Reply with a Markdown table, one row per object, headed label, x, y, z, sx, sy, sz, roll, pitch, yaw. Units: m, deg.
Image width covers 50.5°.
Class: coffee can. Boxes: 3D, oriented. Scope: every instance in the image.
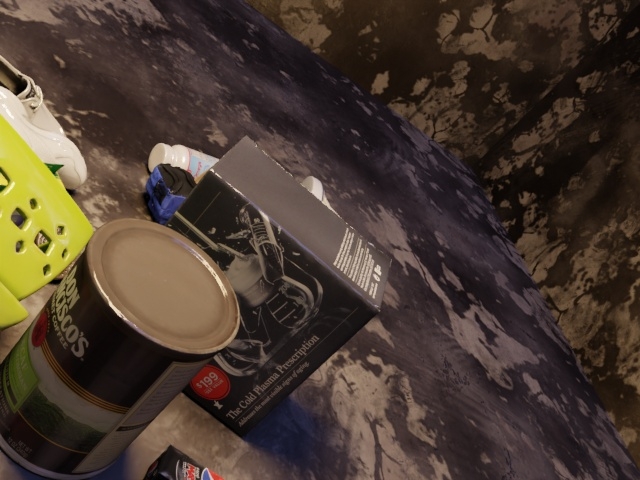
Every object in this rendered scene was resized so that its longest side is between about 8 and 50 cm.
| label | x | y | z | sx | sy | sz | roll | pitch | yaw |
| --- | --- | --- | --- | --- | --- | --- | --- | --- | --- |
| coffee can | -0.260 | 0.138 | 0.843 | 0.201 | 0.275 | 0.202 | 34 | 26 | -19 |

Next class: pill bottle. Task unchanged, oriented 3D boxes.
| label | x | y | z | sx | sy | sz | roll | pitch | yaw |
| --- | --- | --- | --- | --- | --- | --- | --- | --- | --- |
| pill bottle | -0.290 | -0.157 | 1.483 | 0.160 | 0.087 | 0.087 | 16 | 36 | -44 |

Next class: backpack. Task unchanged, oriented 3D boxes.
| label | x | y | z | sx | sy | sz | roll | pitch | yaw |
| --- | --- | --- | --- | --- | --- | --- | --- | --- | --- |
| backpack | -0.299 | -0.091 | 1.351 | 0.098 | 0.101 | 0.120 | 17 | 32 | -47 |

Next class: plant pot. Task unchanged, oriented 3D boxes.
| label | x | y | z | sx | sy | sz | roll | pitch | yaw |
| --- | --- | --- | --- | --- | --- | --- | --- | --- | --- |
| plant pot | -0.444 | 0.003 | 0.787 | 0.228 | 0.227 | 0.207 | 59 | 22 | -32 |

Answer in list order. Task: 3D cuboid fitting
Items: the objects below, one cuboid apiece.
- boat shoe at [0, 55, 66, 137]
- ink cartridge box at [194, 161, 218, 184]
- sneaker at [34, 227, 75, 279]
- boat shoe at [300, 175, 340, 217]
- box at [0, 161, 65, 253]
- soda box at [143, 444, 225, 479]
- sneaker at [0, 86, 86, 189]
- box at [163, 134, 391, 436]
| label | x | y | z | sx | sy | sz | roll | pitch | yaw |
| --- | --- | --- | --- | --- | --- | --- | --- | --- | --- |
| boat shoe | -0.531 | -0.250 | 1.179 | 0.267 | 0.088 | 0.096 | 51 | 30 | -44 |
| ink cartridge box | -0.155 | -0.023 | 1.411 | 0.193 | 0.088 | 0.235 | 32 | 29 | -51 |
| sneaker | -0.442 | -0.022 | 1.082 | 0.066 | 0.071 | 0.189 | -4 | 74 | -47 |
| boat shoe | 0.006 | -0.004 | 1.631 | 0.156 | 0.136 | 0.367 | 31 | 31 | -25 |
| box | -0.445 | -0.047 | 0.969 | 0.105 | 0.179 | 0.043 | 2 | 47 | -55 |
| soda box | -0.157 | 0.352 | 0.917 | 0.169 | 0.060 | 0.053 | 38 | 25 | -12 |
| sneaker | -0.496 | -0.145 | 1.141 | 0.232 | 0.090 | 0.115 | 43 | 28 | -40 |
| box | -0.121 | 0.076 | 1.070 | 0.312 | 0.343 | 0.179 | 40 | 26 | -7 |
